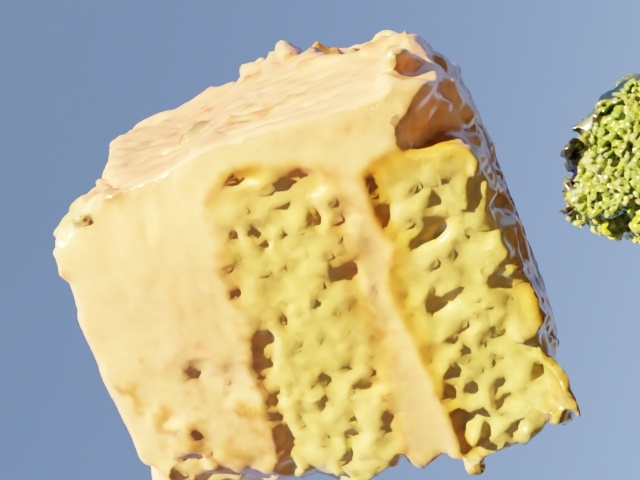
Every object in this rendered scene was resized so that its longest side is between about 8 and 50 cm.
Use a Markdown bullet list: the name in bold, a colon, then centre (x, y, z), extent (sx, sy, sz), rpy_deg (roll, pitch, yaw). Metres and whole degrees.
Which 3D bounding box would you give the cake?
- **cake**: centre (0.000, 0.000, 0.679), extent (0.306, 0.314, 0.293), rpy_deg (-19, -71, 13)

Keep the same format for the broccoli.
- **broccoli**: centre (0.442, -0.082, 1.083), extent (0.273, 0.180, 0.243), rpy_deg (18, -71, -47)
